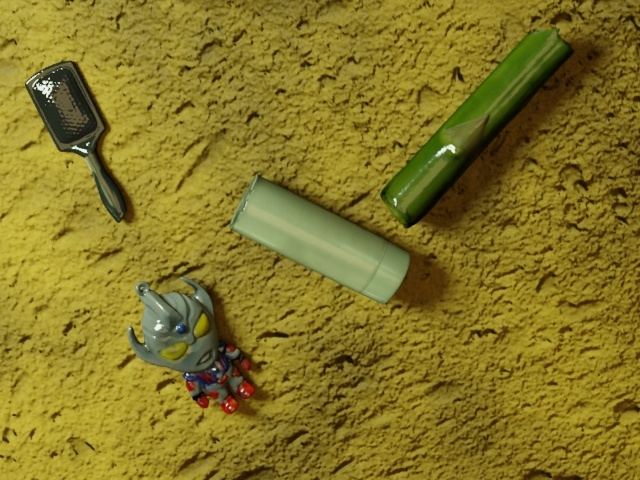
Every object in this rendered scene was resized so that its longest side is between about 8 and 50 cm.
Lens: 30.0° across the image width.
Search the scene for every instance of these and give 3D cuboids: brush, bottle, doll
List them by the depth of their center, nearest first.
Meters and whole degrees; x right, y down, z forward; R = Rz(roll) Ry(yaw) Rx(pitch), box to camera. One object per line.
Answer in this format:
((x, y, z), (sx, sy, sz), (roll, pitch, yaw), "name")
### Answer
((-0.267, -0.109, 1.359), (0.063, 0.016, 0.193), (-25, 103, 4), "brush")
((0.000, 0.000, 1.371), (0.201, 0.072, 0.072), (27, 100, -9), "bottle")
((-0.153, 0.122, 1.398), (0.104, 0.062, 0.194), (-36, 109, 6), "doll")

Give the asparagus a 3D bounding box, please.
((0.173, -0.130, 1.355), (0.060, 0.067, 0.277), (44, 94, 16), "asparagus")
